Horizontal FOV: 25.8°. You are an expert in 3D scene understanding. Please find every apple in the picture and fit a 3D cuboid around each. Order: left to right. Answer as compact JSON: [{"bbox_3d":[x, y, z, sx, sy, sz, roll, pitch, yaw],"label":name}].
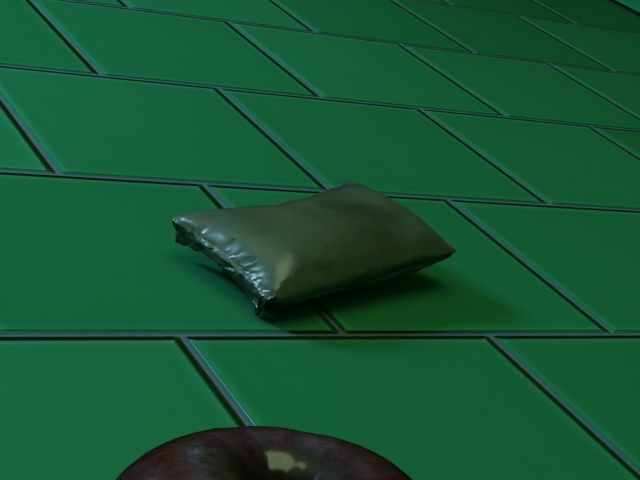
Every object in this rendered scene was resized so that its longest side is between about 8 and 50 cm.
[{"bbox_3d":[-0.023,0.146,0.576,0.153,0.120,0.153,9,19,-3],"label":"apple"}]

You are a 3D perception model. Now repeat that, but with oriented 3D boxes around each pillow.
[{"bbox_3d":[0.000,0.000,1.035,0.119,0.053,0.208,29,28,34],"label":"pillow"}]
